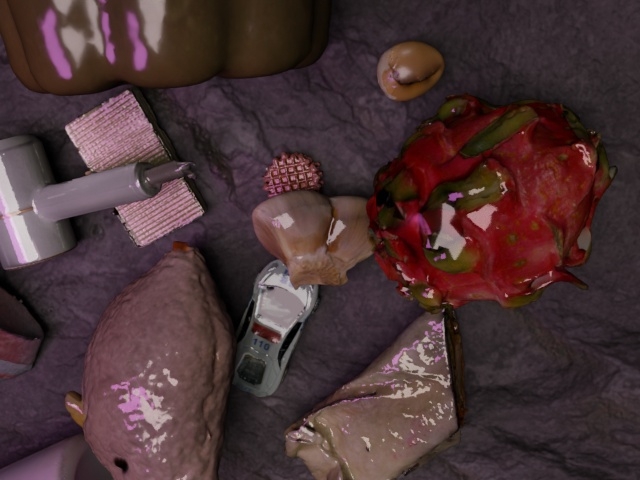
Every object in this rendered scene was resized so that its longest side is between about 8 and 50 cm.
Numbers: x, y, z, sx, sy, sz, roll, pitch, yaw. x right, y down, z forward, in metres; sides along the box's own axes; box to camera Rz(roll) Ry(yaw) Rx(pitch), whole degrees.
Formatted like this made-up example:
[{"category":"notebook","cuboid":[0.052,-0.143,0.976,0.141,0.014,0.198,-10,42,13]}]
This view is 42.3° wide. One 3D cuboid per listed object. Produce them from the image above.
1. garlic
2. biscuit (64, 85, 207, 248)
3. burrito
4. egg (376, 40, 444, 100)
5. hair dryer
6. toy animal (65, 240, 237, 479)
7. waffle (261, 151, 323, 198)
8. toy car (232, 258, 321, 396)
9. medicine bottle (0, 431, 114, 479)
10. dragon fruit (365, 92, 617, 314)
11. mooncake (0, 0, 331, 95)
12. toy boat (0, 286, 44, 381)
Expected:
[{"category":"garlic","cuboid":[-0.001,-0.013,1.074,0.174,0.099,0.124,-5,130,-14]},{"category":"biscuit","cuboid":[-0.251,-0.098,1.135,0.121,0.040,0.200,-26,99,15]},{"category":"burrito","cuboid":[0.101,0.231,1.114,0.175,0.107,0.348,42,106,-8]},{"category":"egg","cuboid":[0.112,-0.211,1.023,0.083,0.071,0.071,-15,101,-2]},{"category":"hair dryer","cuboid":[-0.303,-0.074,1.083,0.357,0.107,0.173,-10,104,27]},{"category":"toy animal","cuboid":[-0.223,0.179,1.108,0.226,0.188,0.359,4,82,38]},{"category":"waffle","cuboid":[-0.037,-0.080,1.105,0.083,0.029,0.075,26,106,6]},{"category":"toy car","cuboid":[-0.069,0.120,1.145,0.095,0.056,0.205,25,108,5]},{"category":"medicine bottle","cuboid":[-0.453,0.447,1.210,0.388,0.219,0.219,-27,97,15]},{"category":"dragon fruit","cuboid":[0.198,-0.047,0.969,0.302,0.237,0.231,-39,113,-2]},{"category":"mooncake","cuboid":[-0.172,-0.265,0.915,0.378,0.378,0.201,-6,107,12]},{"category":"toy boat","cuboid":[-0.554,0.172,1.222,0.282,0.096,0.206,-36,126,18]}]
